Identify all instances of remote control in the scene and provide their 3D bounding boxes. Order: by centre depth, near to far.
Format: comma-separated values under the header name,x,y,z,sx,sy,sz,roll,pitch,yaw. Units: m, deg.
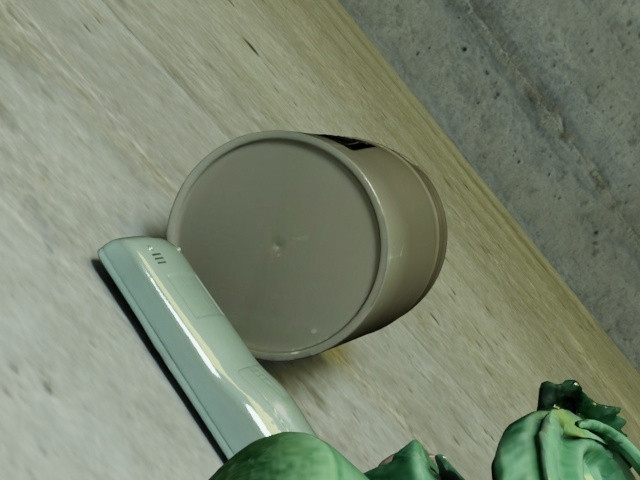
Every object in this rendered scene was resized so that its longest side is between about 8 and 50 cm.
name,x,y,z,sx,sy,sz,roll,pitch,yaw
remote control,-0.033,0.064,0.575,0.162,0.029,0.061,56,9,8

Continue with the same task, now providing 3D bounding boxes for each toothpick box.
name,x,y,z,sx,sy,sz,roll,pitch,yaw
toothpick box,0.000,0.000,0.704,0.111,0.111,0.180,54,12,6

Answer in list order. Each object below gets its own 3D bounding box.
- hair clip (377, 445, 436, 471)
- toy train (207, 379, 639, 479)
name,x,y,z,sx,sy,sz,roll,pitch,yaw
hair clip,0.118,0.222,0.591,0.300,0.069,0.173,48,1,17
toy train,0.092,0.209,0.364,0.369,0.150,0.237,47,20,-28
